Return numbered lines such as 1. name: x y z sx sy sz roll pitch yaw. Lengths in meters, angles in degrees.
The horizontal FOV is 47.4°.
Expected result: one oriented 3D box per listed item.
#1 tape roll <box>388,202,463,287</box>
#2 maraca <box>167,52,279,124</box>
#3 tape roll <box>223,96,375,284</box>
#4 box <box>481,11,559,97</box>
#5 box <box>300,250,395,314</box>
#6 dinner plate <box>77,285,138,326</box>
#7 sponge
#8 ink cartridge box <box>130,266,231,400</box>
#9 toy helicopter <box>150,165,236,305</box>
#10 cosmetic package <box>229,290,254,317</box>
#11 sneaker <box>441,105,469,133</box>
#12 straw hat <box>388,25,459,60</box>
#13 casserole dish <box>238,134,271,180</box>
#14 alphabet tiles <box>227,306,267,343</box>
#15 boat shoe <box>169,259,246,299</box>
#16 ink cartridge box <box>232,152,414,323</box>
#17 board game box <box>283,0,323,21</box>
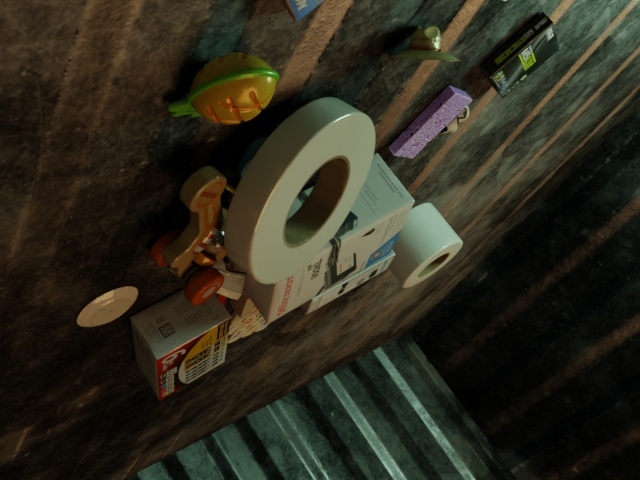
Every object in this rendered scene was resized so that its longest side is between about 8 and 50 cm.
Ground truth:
1. tape roll: 0.320 0.017 2.383 0.246 0.169 0.246 -33 162 -13
2. maraca: -0.145 -0.219 1.089 0.185 0.099 0.127 -17 173 36
3. tape roll: -0.032 -0.091 1.424 0.392 0.072 0.392 -46 156 -26
4. box: 0.484 -0.441 1.754 0.184 0.045 0.190 -39 162 14
5. box: 0.037 0.057 1.969 0.289 0.169 0.087 -26 159 -26
6. dinner plate: -0.450 0.146 1.553 0.141 0.017 0.141 -32 160 -13
7. sponge: 0.266 -0.283 1.764 0.210 0.031 0.117 -44 160 23
8. ink cartridge box: -0.319 0.235 1.826 0.271 0.130 0.309 -29 160 -23
9. toy helicopter: -0.196 -0.040 1.361 0.235 0.140 0.355 -38 165 -20
10. cosmetic package: -0.204 0.153 1.944 0.041 0.060 0.115 -27 161 -29
11. sneaker: 0.334 -0.304 1.826 0.043 0.040 0.109 -22 157 -31
12. straw hat: 0.196 -0.371 1.367 0.144 0.144 0.061 -15 114 -49
13. casserole dish: -0.086 -0.165 1.411 0.188 0.037 0.114 -20 155 -43
14. alphabet tiles: -0.172 0.210 2.200 0.284 0.021 0.278 -17 154 -44
15. boat shoe: -0.248 0.069 1.638 0.227 0.079 0.081 31 78 -55
16. ink cartridge box: 0.000 0.000 1.763 0.394 0.166 0.285 -29 160 -21
17. board game box: -0.015 -0.409 0.955 0.145 0.027 0.281 -38 162 1
